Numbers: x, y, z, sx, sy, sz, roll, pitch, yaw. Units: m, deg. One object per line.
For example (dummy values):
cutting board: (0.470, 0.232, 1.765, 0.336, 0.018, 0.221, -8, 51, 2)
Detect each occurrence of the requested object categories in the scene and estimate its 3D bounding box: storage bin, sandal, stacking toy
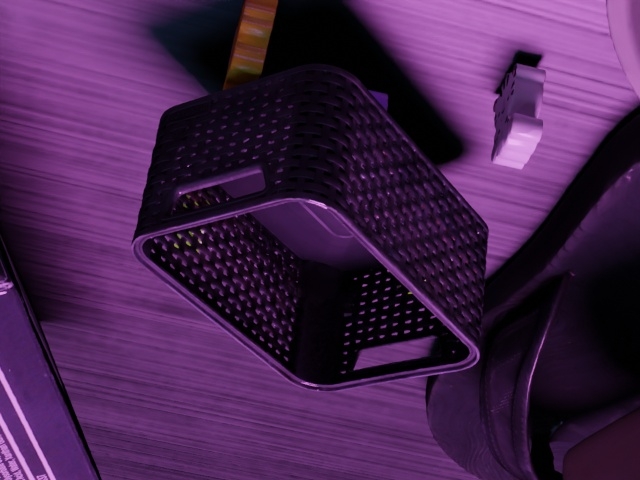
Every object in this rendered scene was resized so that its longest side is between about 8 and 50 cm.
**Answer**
storage bin: (0.000, 0.000, 0.746, 0.122, 0.084, 0.180, -13, 141, 31)
sandal: (0.174, 0.081, 0.903, 0.167, 0.107, 0.446, 9, 145, -6)
stacking toy: (0.014, -0.043, 0.802, 0.167, 0.052, 0.221, 13, 147, -8)

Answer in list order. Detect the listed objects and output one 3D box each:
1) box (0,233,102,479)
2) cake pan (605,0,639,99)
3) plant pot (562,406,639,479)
box: (-0.313, 0.091, 0.836, 0.294, 0.183, 0.296, -22, 147, -12)
cake pan: (0.275, -0.103, 0.611, 0.293, 0.054, 0.293, 17, 150, 10)
plant pot: (0.297, 0.175, 0.779, 0.280, 0.323, 0.323, -18, 141, 14)
